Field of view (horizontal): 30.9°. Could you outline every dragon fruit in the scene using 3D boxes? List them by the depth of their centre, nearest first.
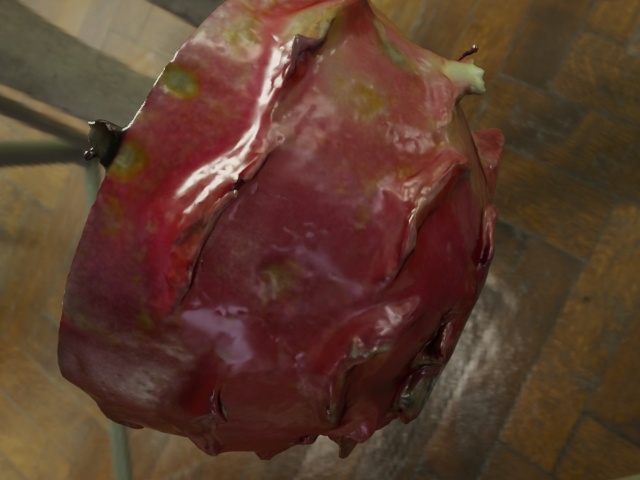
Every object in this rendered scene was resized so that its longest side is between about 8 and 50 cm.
[{"bbox_3d":[0.000,0.000,0.842,0.249,0.371,0.386,28,96,13],"label":"dragon fruit"}]
